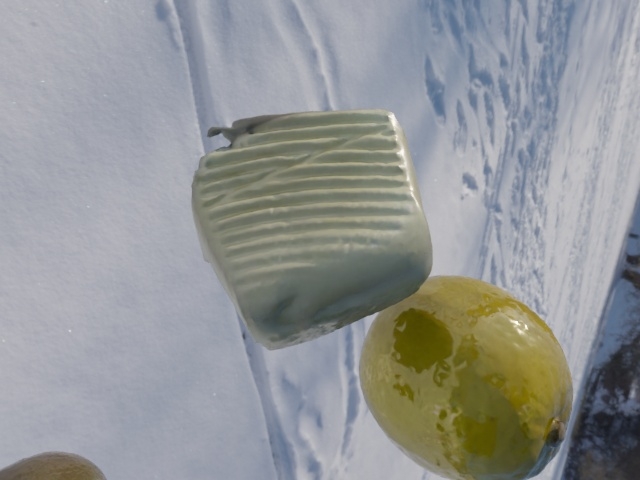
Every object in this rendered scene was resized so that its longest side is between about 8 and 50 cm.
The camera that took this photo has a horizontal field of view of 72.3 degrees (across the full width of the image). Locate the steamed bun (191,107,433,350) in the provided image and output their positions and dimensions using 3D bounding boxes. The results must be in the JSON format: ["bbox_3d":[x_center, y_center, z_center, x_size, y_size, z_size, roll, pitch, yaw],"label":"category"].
[{"bbox_3d":[0.000,0.000,0.602,0.272,0.290,0.274,58,16,-66],"label":"steamed bun"}]

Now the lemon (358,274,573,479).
[{"bbox_3d":[0.234,0.225,0.733,0.347,0.347,0.349,-23,120,-47],"label":"lemon"}]

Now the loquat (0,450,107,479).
[{"bbox_3d":[-0.328,0.337,0.505,0.172,0.204,0.150,-9,112,-58],"label":"loquat"}]
